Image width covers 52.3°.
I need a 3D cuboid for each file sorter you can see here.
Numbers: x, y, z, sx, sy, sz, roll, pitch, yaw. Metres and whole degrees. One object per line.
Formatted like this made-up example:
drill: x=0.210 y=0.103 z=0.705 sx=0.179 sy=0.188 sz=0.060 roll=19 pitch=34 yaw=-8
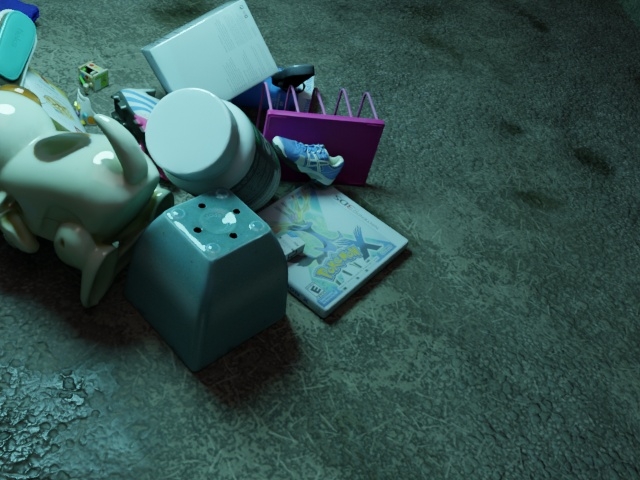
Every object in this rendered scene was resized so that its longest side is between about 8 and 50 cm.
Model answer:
file sorter: x=-0.016 y=-0.283 z=1.686 sx=0.291 sy=0.202 sz=0.182 roll=2 pitch=45 yaw=-15

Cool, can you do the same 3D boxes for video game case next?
video game case: x=0.000 y=0.000 z=1.530 sx=0.300 sy=0.036 sz=0.329 roll=37 pitch=48 yaw=19

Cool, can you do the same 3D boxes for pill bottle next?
pill bottle: x=-0.219 y=-0.181 z=1.389 sx=0.204 sy=0.361 sz=0.204 roll=-1 pitch=83 yaw=9

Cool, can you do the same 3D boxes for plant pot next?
plant pot: x=-0.212 y=0.045 z=1.269 sx=0.248 sy=0.252 sz=0.247 roll=-30 pitch=60 yaw=-37

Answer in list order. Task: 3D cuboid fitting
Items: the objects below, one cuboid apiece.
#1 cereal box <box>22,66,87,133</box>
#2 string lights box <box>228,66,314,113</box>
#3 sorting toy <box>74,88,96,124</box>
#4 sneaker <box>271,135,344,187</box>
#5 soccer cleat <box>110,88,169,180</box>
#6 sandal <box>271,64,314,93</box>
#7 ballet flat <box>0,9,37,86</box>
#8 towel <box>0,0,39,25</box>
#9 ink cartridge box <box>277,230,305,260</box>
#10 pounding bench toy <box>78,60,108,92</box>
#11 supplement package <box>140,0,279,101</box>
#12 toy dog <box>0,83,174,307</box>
cereal box: x=-0.650 y=-0.318 z=1.563 sx=0.047 sy=0.173 sz=0.240 roll=-41 pitch=60 yaw=4
string lights box: x=-0.152 y=-0.443 z=1.889 sx=0.260 sy=0.076 sz=0.133 roll=11 pitch=45 yaw=-7
sorting toy: x=-0.602 y=-0.342 z=1.656 sx=0.045 sy=0.075 sz=0.083 roll=-26 pitch=58 yaw=-35
sneaker: x=-0.031 y=-0.207 z=1.580 sx=0.211 sy=0.081 sz=0.080 roll=23 pitch=31 yaw=-43
soccer cleat: x=-0.402 y=-0.282 z=1.628 sx=0.143 sy=0.116 sz=0.331 roll=-19 pitch=54 yaw=-31
sandal: x=-0.076 y=-0.418 z=1.718 sx=0.097 sy=0.054 sz=0.254 roll=-6 pitch=8 yaw=-8
ballet flat: x=-0.741 y=-0.338 z=1.444 sx=0.139 sy=0.139 sz=0.400 roll=10 pitch=61 yaw=-7
towel: x=-0.974 y=-0.614 z=1.821 sx=0.308 sy=0.076 sz=0.227 roll=14 pitch=51 yaw=-4
ink cartridge box: x=-0.080 y=0.018 z=1.441 sx=0.083 sy=0.028 sz=0.048 roll=-29 pitch=60 yaw=-38
pounding bench toy: x=-0.626 y=-0.439 z=1.760 sx=0.065 sy=0.052 sz=0.083 roll=30 pitch=46 yaw=13
supplement package: x=-0.287 y=-0.463 z=1.674 sx=0.263 sy=0.199 sz=0.198 roll=-32 pitch=25 yaw=-10
toy dog: x=-0.529 y=-0.121 z=1.255 sx=0.408 sy=0.395 sz=0.284 roll=30 pitch=58 yaw=4
